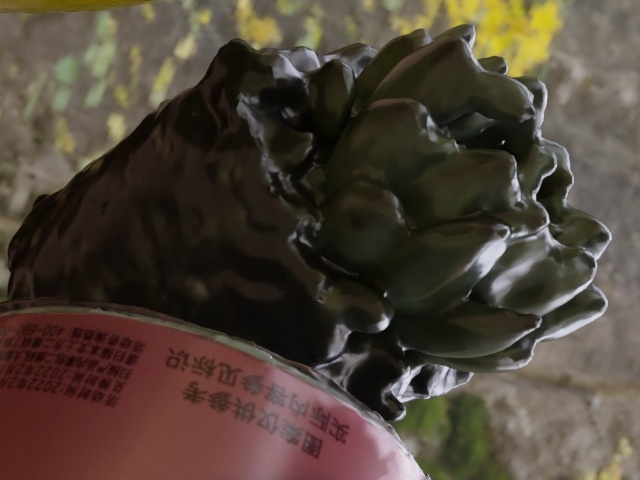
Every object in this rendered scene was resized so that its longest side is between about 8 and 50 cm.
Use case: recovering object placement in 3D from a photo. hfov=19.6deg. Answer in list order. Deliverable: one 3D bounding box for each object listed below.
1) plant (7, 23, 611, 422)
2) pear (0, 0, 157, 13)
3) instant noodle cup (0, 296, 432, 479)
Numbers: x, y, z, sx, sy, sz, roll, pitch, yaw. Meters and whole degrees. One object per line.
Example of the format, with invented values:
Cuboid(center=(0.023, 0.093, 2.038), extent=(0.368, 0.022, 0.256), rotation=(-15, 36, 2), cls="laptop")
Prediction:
Cuboid(center=(0.000, 0.000, 0.624), extent=(0.194, 0.129, 0.132), rotation=(-23, 176, 25), cls="plant")
Cuboid(center=(-0.137, -0.205, 0.531), extent=(0.285, 0.336, 0.285), rotation=(-60, -175, 9), cls="pear")
Cuboid(center=(-0.078, 0.161, 0.519), extent=(0.244, 0.244, 0.255), rotation=(123, -12, -60), cls="instant noodle cup")
